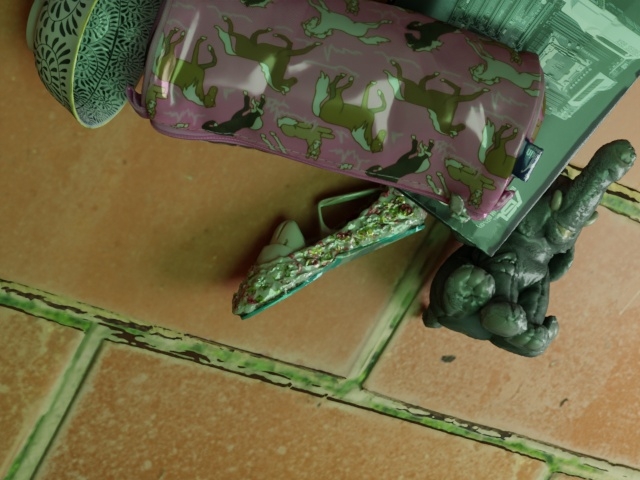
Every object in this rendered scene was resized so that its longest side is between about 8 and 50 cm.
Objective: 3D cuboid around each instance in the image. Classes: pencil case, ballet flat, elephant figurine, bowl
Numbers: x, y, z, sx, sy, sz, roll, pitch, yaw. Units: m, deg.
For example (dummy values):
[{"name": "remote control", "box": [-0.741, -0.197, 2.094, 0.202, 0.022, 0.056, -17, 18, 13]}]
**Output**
[{"name": "pencil case", "box": [0.018, -0.142, 1.660, 0.386, 0.167, 0.160, 16, 135, -3]}, {"name": "ballet flat", "box": [0.000, 0.000, 1.872, 0.241, 0.091, 0.077, -27, 96, -14]}, {"name": "elephant figurine", "box": [0.225, -0.004, 1.928, 0.169, 0.186, 0.239, 54, 58, -70]}, {"name": "bowl", "box": [-0.220, -0.195, 1.625, 0.080, 0.170, 0.170, 20, 115, 14]}]

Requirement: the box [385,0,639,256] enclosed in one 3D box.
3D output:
[{"name": "box", "box": [0.170, -0.175, 1.767, 0.242, 0.076, 0.307, 37, 103, -8]}]
